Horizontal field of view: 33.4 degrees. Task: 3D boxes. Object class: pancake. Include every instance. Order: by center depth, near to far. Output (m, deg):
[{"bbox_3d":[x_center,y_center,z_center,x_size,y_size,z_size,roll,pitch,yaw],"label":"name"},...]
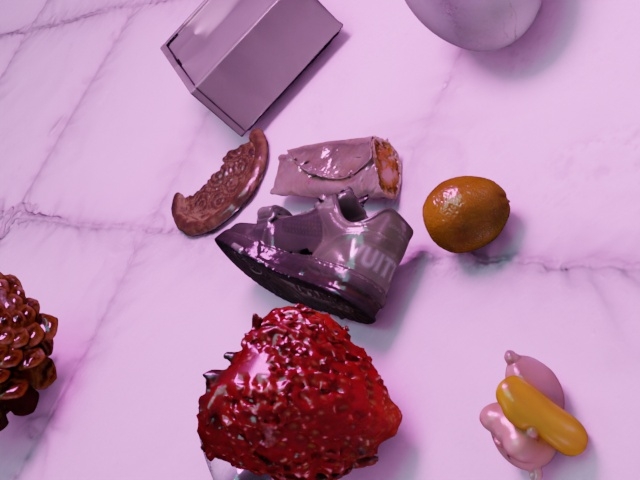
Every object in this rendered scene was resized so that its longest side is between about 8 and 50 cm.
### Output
[{"bbox_3d":[-0.148,-0.088,1.583,0.184,0.020,0.190,19,74,54],"label":"pancake"}]

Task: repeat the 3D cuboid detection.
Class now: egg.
[{"bbox_3d":[0.182,-0.337,1.301,0.183,0.183,0.264,-33,46,24],"label":"egg"}]

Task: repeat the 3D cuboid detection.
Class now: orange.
[{"bbox_3d":[0.157,-0.029,1.145,0.095,0.085,0.085,-11,49,17],"label":"orange"}]

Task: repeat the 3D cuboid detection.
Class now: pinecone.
[{"bbox_3d":[-0.509,0.167,1.577,0.264,0.264,0.264,-28,41,29],"label":"pinecone"}]

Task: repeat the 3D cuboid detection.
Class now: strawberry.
[{"bbox_3d":[-0.016,0.164,1.090,0.202,0.187,0.184,14,96,29],"label":"strawberry"}]

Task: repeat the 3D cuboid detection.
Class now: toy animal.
[{"bbox_3d":[0.177,0.158,0.962,0.082,0.091,0.114,-50,35,27],"label":"toy animal"}]

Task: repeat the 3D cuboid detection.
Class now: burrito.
[{"bbox_3d":[0.014,-0.089,1.370,0.226,0.060,0.087,-1,64,46],"label":"burrito"}]

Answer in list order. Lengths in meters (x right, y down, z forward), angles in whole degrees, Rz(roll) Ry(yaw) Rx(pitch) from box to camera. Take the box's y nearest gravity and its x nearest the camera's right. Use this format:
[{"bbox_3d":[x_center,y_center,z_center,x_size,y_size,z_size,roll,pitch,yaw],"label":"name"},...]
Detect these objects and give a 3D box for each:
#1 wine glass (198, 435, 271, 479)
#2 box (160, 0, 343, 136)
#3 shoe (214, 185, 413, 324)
[{"bbox_3d":[-0.077,0.272,1.151,0.074,0.074,0.262,-47,34,5],"label":"wine glass"},{"bbox_3d":[-0.107,-0.307,1.637,0.225,0.117,0.225,-46,33,7],"label":"box"},{"bbox_3d":[-0.001,-0.002,1.281,0.293,0.109,0.149,20,71,50],"label":"shoe"}]
